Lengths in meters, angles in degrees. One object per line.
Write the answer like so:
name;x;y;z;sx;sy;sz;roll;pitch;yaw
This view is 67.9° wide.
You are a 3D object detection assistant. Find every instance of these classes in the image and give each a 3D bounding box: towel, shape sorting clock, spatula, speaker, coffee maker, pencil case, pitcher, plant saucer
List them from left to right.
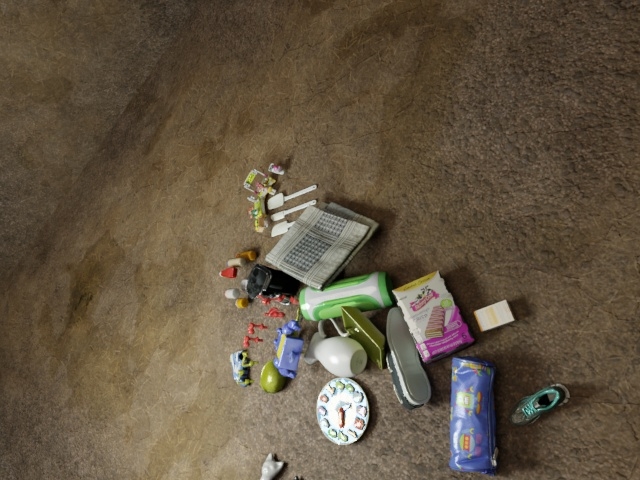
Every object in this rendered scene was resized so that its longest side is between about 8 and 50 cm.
coffee maker;-0.172;0.141;1.748;0.120;0.178;0.172;0;77;34
spatula;-0.109;-0.126;1.881;0.241;0.019;0.168;-19;65;30
towel;0.000;0.000;1.653;0.312;0.056;0.324;24;64;44
pitcher;0.054;0.348;1.569;0.207;0.125;0.178;7;83;46
shape sorting clock;0.069;0.553;1.547;0.206;0.040;0.207;-11;70;32
speaker;0.086;0.185;1.563;0.296;0.131;0.131;-13;69;18
plant saucer;0.145;0.297;1.498;0.045;0.188;0.188;-36;58;-15
pencil case;0.416;0.470;1.282;0.133;0.119;0.307;-11;70;50

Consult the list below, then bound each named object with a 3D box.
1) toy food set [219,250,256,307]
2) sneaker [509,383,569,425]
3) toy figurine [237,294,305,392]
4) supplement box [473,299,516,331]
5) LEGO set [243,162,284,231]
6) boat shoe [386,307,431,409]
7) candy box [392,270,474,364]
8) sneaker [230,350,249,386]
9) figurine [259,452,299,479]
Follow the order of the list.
toy food set;-0.337;0.152;1.906;0.104;0.111;0.233;-8;72;45
sneaker;0.556;0.423;1.227;0.166;0.076;0.065;-43;56;17
toy figurine;-0.146;0.381;1.600;0.217;0.191;0.363;26;100;68
supplement box;0.497;0.216;1.353;0.098;0.036;0.062;-27;63;26
LEGO set;-0.254;-0.183;1.927;0.132;0.107;0.287;7;75;47
boat shoe;0.248;0.355;1.444;0.091;0.114;0.303;116;156;-53
candy box;0.333;0.228;1.415;0.159;0.071;0.234;-25;62;5
sneaker;-0.301;0.487;1.815;0.059;0.053;0.144;-33;61;20
figurine;-0.153;0.857;1.593;0.214;0.092;0.210;25;83;38
